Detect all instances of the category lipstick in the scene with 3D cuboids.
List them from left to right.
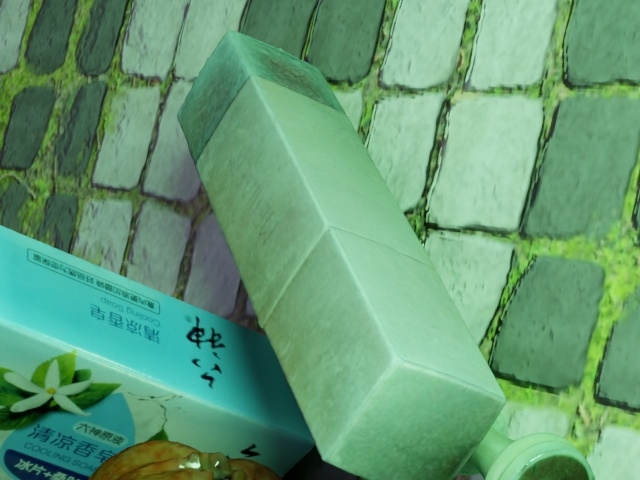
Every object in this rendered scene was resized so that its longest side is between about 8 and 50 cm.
[{"bbox_3d":[0.000,0.000,1.090,0.076,0.080,0.371,-56,31,20],"label":"lipstick"}]

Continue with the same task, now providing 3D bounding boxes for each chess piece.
[{"bbox_3d":[0.085,0.108,1.007,0.149,0.059,0.059,36,106,60],"label":"chess piece"}]

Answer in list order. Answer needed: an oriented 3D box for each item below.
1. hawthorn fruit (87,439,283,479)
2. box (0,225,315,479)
[{"bbox_3d":[-0.096,0.258,1.080,0.165,0.165,0.285,21,96,54],"label":"hawthorn fruit"},{"bbox_3d":[-0.136,0.098,1.142,0.142,0.232,0.083,-47,31,32],"label":"box"}]
